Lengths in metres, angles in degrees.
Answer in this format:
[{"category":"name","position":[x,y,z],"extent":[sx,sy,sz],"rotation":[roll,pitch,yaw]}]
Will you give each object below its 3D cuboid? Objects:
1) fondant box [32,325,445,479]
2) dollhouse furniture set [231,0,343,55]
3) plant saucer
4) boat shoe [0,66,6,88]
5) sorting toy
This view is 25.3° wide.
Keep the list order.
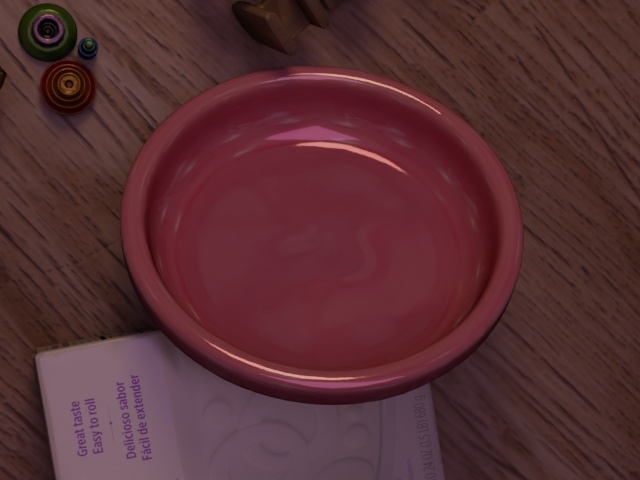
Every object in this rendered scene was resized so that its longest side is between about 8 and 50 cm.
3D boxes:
[{"category":"fondant box","position":[-0.066,0.183,1.238],"extent":[0.330,0.096,0.238],"rotation":[-10,91,-11]},{"category":"dollhouse furniture set","position":[-0.034,-0.323,1.249],"extent":[0.212,0.161,0.242],"rotation":[-40,119,-9]},{"category":"plant saucer","position":[0.000,0.000,1.195],"extent":[0.332,0.084,0.332],"rotation":[3,54,-4]},{"category":"boat shoe","position":[-0.349,-0.249,1.172],"extent":[0.104,0.111,0.307],"rotation":[-40,97,-8]},{"category":"sorting toy","position":[-0.222,-0.161,1.233],"extent":[0.061,0.042,0.102],"rotation":[-22,94,-11]}]
